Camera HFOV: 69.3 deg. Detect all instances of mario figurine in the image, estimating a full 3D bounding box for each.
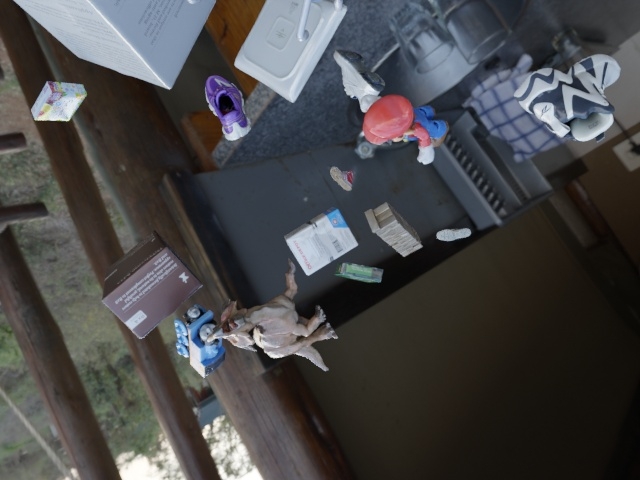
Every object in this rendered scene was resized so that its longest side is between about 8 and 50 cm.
[{"bbox_3d":[0.218,-0.312,1.296,0.198,0.170,0.321,21,-160,37],"label":"mario figurine"}]

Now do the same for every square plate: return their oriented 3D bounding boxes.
[{"bbox_3d":[-0.124,-0.692,1.567,0.049,0.347,0.344,10,115,-57],"label":"square plate"}]

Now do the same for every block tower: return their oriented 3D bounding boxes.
[{"bbox_3d":[0.289,-0.036,1.766,0.097,0.090,0.335,-32,149,19],"label":"block tower"}]

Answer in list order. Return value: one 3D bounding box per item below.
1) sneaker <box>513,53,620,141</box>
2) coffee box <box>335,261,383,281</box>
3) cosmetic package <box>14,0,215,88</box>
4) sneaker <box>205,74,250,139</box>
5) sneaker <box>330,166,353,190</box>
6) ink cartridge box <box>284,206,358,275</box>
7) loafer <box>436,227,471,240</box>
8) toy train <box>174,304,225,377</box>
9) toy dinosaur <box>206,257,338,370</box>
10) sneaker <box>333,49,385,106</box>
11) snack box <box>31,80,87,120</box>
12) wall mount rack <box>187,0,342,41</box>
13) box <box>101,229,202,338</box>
[{"bbox_3d":[0.485,-0.247,0.841,0.235,0.153,0.094,-15,158,-27],"label":"sneaker"},{"bbox_3d":[0.110,0.094,1.368,0.113,0.040,0.184,12,174,-3],"label":"coffee box"},{"bbox_3d":[-0.515,-0.644,1.123,0.393,0.330,0.327,55,58,-77],"label":"cosmetic package"},{"bbox_3d":[-0.175,-0.264,0.863,0.068,0.169,0.071,-27,146,-6],"label":"sneaker"},{"bbox_3d":[0.079,-0.240,1.664,0.042,0.067,0.118,-11,139,36],"label":"sneaker"},{"bbox_3d":[0.000,0.000,1.571,0.203,0.148,0.086,-31,-165,-3],"label":"ink cartridge box"},{"bbox_3d":[0.501,-0.025,1.748,0.125,0.045,0.039,-6,-172,7],"label":"loafer"},{"bbox_3d":[-0.263,0.220,1.024,0.080,0.105,0.184,-39,157,-37],"label":"toy train"},{"bbox_3d":[-0.090,0.175,0.898,0.200,0.127,0.295,-31,134,-6],"label":"toy dinosaur"},{"bbox_3d":[0.123,-0.621,1.762,0.111,0.297,0.129,-8,144,-31],"label":"sneaker"},{"bbox_3d":[-0.754,-0.398,1.334,0.141,0.037,0.100,-30,173,37],"label":"snack box"},{"bbox_3d":[-0.081,-0.478,0.841,0.304,0.350,0.130,-67,176,-49],"label":"wall mount rack"},{"bbox_3d":[-0.458,0.099,1.234,0.191,0.143,0.381,-43,-157,-14],"label":"box"}]
